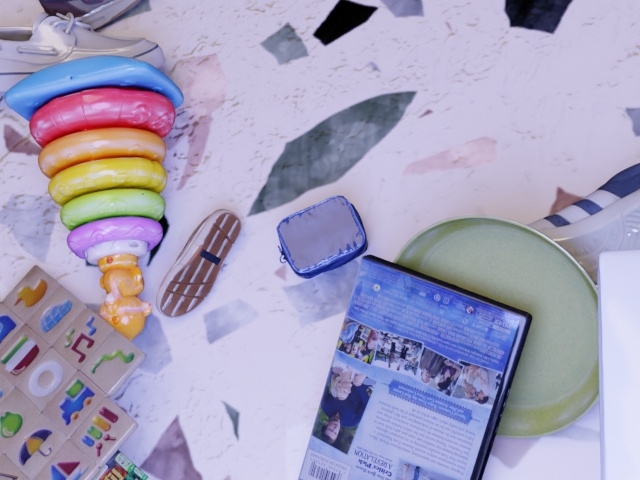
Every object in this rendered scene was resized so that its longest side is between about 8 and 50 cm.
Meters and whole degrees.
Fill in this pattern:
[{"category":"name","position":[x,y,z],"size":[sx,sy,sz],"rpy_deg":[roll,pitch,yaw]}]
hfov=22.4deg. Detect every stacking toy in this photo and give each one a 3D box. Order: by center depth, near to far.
[{"category":"stacking toy","position":[-0.227,-0.035,1.766],"size":[0.175,0.166,0.302],"rpy_deg":[-12,76,10]}]

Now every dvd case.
[{"category":"dvd case","position":[0.089,0.161,1.592],"size":[0.180,0.022,0.253],"rpy_deg":[20,102,21]}]

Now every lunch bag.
[{"category":"lunch bag","position":[0.000,0.000,1.726],"size":[0.098,0.065,0.067],"rpy_deg":[-23,79,3]}]

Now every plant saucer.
[{"category":"plant saucer","position":[0.177,0.080,1.589],"size":[0.241,0.241,0.037],"rpy_deg":[18,31,21]}]

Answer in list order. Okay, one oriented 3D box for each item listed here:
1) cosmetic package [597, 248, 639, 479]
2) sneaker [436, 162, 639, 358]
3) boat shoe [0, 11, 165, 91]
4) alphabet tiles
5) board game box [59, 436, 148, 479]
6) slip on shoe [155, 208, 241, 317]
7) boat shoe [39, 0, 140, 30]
[{"category":"cosmetic package","position":[0.407,0.221,1.341],"size":[0.329,0.394,0.328],"rpy_deg":[-3,66,13]},{"category":"sneaker","position":[0.273,0.011,1.632],"size":[0.350,0.148,0.131],"rpy_deg":[-22,103,25]},{"category":"boat shoe","position":[-0.309,-0.222,1.872],"size":[0.258,0.095,0.084],"rpy_deg":[-3,110,12]},{"category":"alphabet tiles","position":[-0.339,0.178,1.706],"size":[0.285,0.011,0.342],"rpy_deg":[-49,46,-9]},{"category":"board game box","position":[-0.293,0.229,1.671],"size":[0.136,0.030,0.259],"rpy_deg":[-50,43,-8]},{"category":"slip on shoe","position":[-0.136,0.024,1.766],"size":[0.135,0.051,0.041],"rpy_deg":[-60,27,-5]},{"category":"boat shoe","position":[-0.213,-0.352,1.917],"size":[0.285,0.092,0.103],"rpy_deg":[-33,63,-1]}]
